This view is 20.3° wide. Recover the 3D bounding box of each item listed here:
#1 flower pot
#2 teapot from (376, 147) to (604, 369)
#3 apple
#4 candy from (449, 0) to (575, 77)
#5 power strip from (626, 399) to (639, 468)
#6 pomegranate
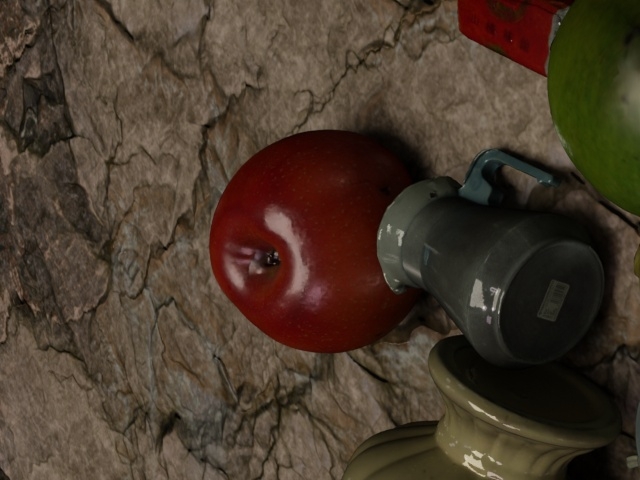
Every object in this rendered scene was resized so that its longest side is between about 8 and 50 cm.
[{"bbox_3d":[0.181,0.255,1.889,0.307,0.307,0.244,34,115,40],"label":"flower pot"},{"bbox_3d":[0.182,0.012,1.901,0.225,0.171,0.203,31,95,50],"label":"teapot"},{"bbox_3d":[0.000,0.000,2.070,0.260,0.216,0.260,20,118,43],"label":"apple"},{"bbox_3d":[0.210,-0.225,1.839,0.292,0.059,0.086,33,129,42],"label":"candy"},{"bbox_3d":[0.389,0.191,1.776,0.167,0.054,0.253,62,142,19],"label":"power strip"},{"bbox_3d":[0.330,-0.090,1.606,0.310,0.216,0.358,32,128,37],"label":"pomegranate"}]
